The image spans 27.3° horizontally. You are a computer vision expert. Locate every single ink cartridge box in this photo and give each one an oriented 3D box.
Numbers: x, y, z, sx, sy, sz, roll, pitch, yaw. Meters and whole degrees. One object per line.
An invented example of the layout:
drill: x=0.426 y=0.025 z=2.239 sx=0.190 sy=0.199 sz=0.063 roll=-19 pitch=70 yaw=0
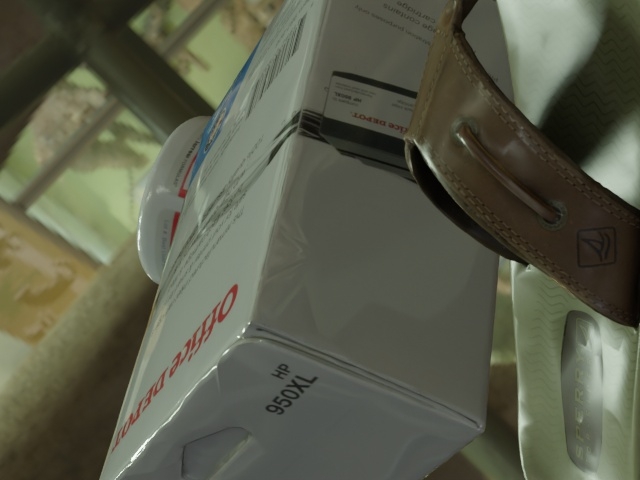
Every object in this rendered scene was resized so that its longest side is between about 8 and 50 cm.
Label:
ink cartridge box: x=-0.004 y=0.006 z=0.955 sx=0.166 sy=0.394 sz=0.285 roll=24 pitch=139 yaw=-14

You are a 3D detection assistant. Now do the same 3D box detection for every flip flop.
flip flop: x=0.071 y=-0.014 z=0.445 sx=0.112 sy=0.080 sz=0.277 roll=-140 pitch=40 yaw=-64

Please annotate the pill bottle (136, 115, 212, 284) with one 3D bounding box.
pill bottle: x=0.000 y=0.000 z=1.628 sx=0.408 sy=0.229 sz=0.229 roll=17 pitch=170 yaw=17
